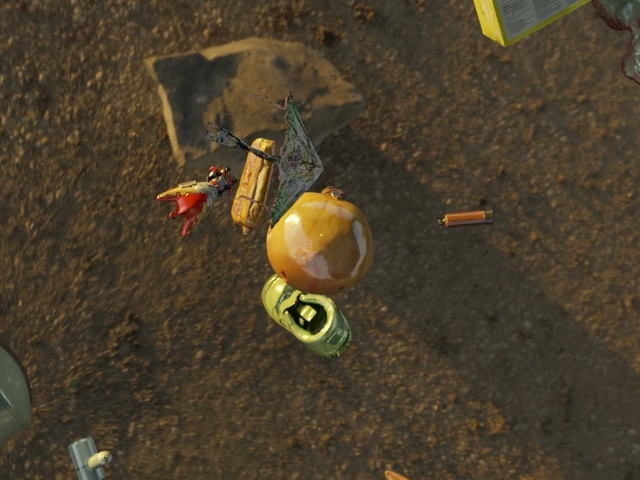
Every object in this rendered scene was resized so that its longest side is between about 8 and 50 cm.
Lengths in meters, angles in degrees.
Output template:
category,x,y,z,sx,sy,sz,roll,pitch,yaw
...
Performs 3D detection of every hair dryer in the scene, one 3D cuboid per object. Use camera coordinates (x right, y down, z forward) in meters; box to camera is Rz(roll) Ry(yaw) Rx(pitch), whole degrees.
category,x,y,z,sx,sy,sz,roll,pitch,yaw
hair dryer,-0.409,0.393,1.320,0.047,0.137,0.081,-15,78,-38

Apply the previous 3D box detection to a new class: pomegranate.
category,x,y,z,sx,sy,sz,roll,pitch,yaw
pomegranate,0.001,0.004,1.274,0.191,0.191,0.191,6,76,-22

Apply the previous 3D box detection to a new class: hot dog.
category,x,y,z,sx,sy,sz,roll,pitch,yaw
hot dog,-0.160,-0.135,1.859,0.076,0.102,0.249,11,97,-39

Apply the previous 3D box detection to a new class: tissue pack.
category,x,y,z,sx,sy,sz,roll,pitch,yaw
tissue pack,0.276,-0.326,0.897,0.176,0.062,0.095,-29,125,0

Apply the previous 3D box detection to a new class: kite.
category,x,y,z,sx,sy,sz,roll,pitch,yaw
kite,-0.069,-0.108,0.972,0.244,0.006,0.197,9,92,-53

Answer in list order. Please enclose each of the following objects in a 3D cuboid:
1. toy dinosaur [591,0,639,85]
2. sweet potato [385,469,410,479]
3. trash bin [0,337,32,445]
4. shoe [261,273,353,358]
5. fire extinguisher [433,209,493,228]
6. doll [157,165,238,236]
category,x,y,z,sx,sy,sz,roll,pitch,yaw
toy dinosaur,0.397,-0.334,0.994,0.053,0.167,0.242,-4,38,-34
sweet potato,0.252,0.690,1.966,0.058,0.055,0.202,-42,74,-15
trash bin,-0.746,0.337,1.324,0.432,0.280,0.280,-42,96,-25
shoe,-0.027,0.153,1.669,0.140,0.128,0.262,-38,61,-15
fire extinguisher,0.205,-0.033,1.051,0.083,0.022,0.028,-4,97,13
doll,-0.262,-0.099,1.609,0.169,0.057,0.109,-39,112,-17
